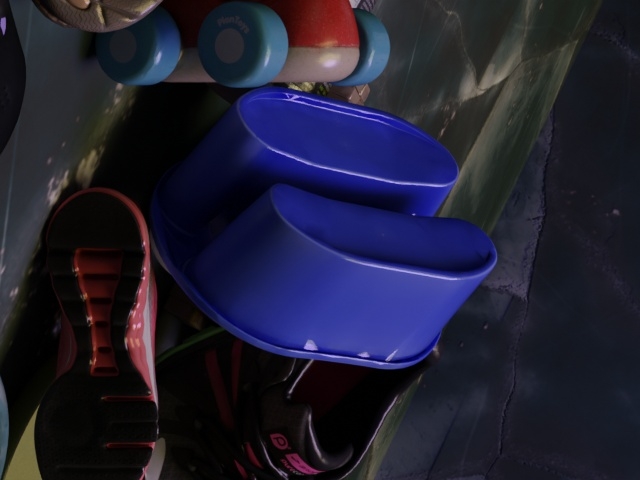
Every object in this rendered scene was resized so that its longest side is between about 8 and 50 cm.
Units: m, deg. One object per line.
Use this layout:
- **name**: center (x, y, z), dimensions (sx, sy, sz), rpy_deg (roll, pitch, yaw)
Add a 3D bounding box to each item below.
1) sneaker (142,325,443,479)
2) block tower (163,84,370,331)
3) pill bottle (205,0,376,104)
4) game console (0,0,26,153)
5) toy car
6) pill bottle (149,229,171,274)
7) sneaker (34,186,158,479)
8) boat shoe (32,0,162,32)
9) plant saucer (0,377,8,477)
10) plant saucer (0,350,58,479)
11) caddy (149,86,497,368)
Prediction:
- **sneaker**: center (-0.068, 0.187, 1.970), dimensions (0.483, 0.185, 0.202), rpy_deg (-42, -151, 12)
- **block tower**: center (-0.055, -0.045, 2.106), dimensions (0.335, 0.097, 0.091), rpy_deg (-63, 164, -8)
- **pill bottle**: center (-0.013, -0.245, 1.871), dimensions (0.245, 0.130, 0.130), rpy_deg (-62, 165, -13)
- **game console**: center (-0.328, -0.070, 1.206), dimensions (0.386, 0.060, 0.342), rpy_deg (-57, 163, -31)
- **toy car**: center (-0.064, -0.255, 1.641), dimensions (0.219, 0.210, 0.238), rpy_deg (-8, 100, -58)
- **pill bottle**: center (-0.091, -0.040, 1.944), dimensions (0.208, 0.118, 0.117), rpy_deg (-47, 156, -51)
- **sneaker**: center (-0.191, 0.104, 1.741), dimensions (0.136, 0.116, 0.313), rpy_deg (-35, 130, -80)
- **boat shoe**: center (-0.117, -0.312, 1.439), dimensions (0.132, 0.130, 0.355), rpy_deg (48, 71, -26)
- **plant saucer**: center (-0.357, 0.232, 1.580), dimensions (0.317, 0.044, 0.317), rpy_deg (-56, 161, -30)
- **plant saucer**: center (-0.270, 0.197, 1.852), dimensions (0.241, 0.037, 0.241), rpy_deg (-58, 164, -28)
- **caddy**: center (0.000, 0.000, 1.789), dimensions (0.341, 0.241, 0.179), rpy_deg (11, 135, -36)
